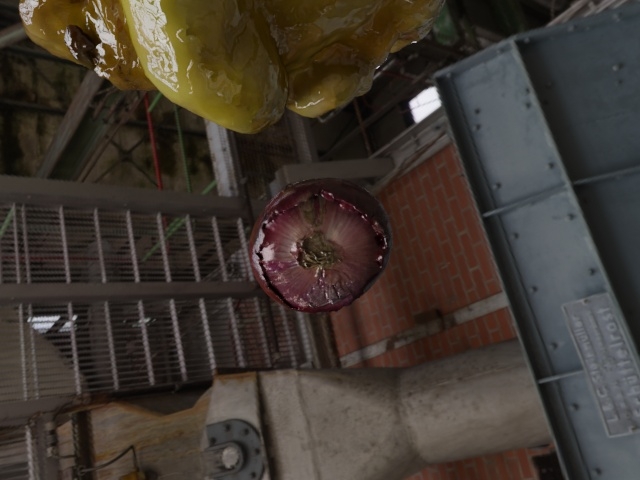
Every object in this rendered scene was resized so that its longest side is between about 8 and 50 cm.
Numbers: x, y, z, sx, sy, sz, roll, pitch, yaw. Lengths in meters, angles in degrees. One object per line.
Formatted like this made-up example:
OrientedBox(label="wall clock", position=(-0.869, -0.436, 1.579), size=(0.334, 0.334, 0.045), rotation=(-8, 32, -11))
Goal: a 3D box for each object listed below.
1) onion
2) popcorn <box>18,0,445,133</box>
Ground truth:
OrientedBox(label="onion", position=(0.002, 0.007, 1.011), size=(0.248, 0.248, 0.161), rotation=(55, -167, -2))
OrientedBox(label="popcorn", position=(-0.063, -0.214, 0.422), size=(0.316, 0.281, 0.297), rotation=(-36, -109, -29))
